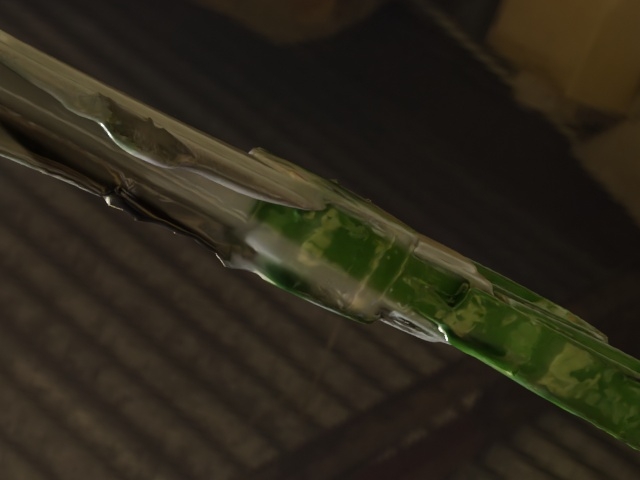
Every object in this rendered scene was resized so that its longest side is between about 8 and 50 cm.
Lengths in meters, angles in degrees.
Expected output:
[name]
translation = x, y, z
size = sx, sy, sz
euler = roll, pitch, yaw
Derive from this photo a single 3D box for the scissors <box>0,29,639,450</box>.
[scissors]
translation = 0.000, 0.000, 0.426
size = 0.204, 0.027, 0.101
euler = 26, -177, -32
